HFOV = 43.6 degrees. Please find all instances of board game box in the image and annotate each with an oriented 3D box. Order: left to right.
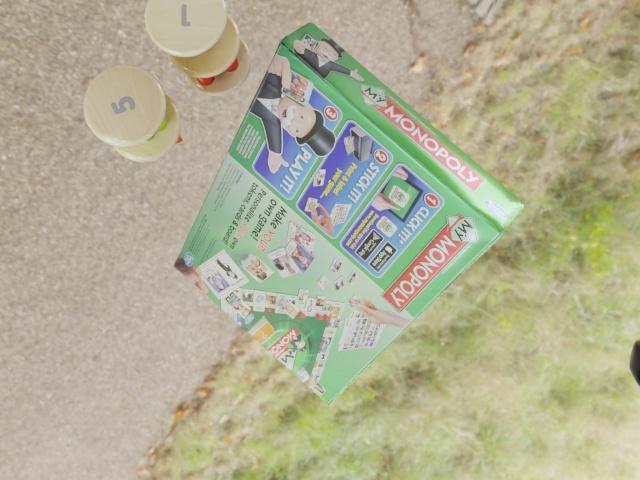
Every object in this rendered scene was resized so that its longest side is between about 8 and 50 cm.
[{"bbox_3d":[0.000,0.000,0.697,0.046,0.213,0.317,-45,174,-41],"label":"board game box"}]

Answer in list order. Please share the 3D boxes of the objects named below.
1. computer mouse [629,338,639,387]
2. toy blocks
[{"bbox_3d":[0.321,0.162,0.591,0.071,0.242,0.041,6,129,-46],"label":"computer mouse"},{"bbox_3d":[-0.100,-0.107,0.575,0.123,0.054,0.148,-56,174,-1],"label":"toy blocks"}]
